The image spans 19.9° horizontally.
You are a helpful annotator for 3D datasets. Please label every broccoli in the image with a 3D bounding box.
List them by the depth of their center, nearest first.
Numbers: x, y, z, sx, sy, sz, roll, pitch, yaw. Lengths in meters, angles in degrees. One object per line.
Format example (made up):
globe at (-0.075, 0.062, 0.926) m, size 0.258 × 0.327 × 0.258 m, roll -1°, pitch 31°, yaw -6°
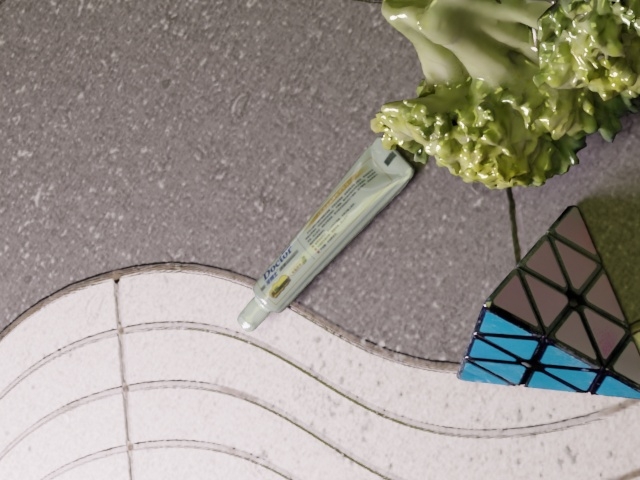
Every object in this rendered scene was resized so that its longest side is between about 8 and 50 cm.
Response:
broccoli at (0.165, -0.220, 1.732) m, size 0.348 × 0.281 × 0.293 m, roll -38°, pitch 64°, yaw 23°

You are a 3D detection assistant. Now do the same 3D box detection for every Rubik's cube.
Rubik's cube at (0.197, 0.045, 1.737) m, size 0.211 × 0.178 × 0.190 m, roll -1°, pitch 78°, yaw 29°

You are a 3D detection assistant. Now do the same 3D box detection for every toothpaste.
toothpaste at (0.000, 0.000, 1.938) m, size 0.255 × 0.037 × 0.067 m, roll -49°, pitch 56°, yaw 11°
